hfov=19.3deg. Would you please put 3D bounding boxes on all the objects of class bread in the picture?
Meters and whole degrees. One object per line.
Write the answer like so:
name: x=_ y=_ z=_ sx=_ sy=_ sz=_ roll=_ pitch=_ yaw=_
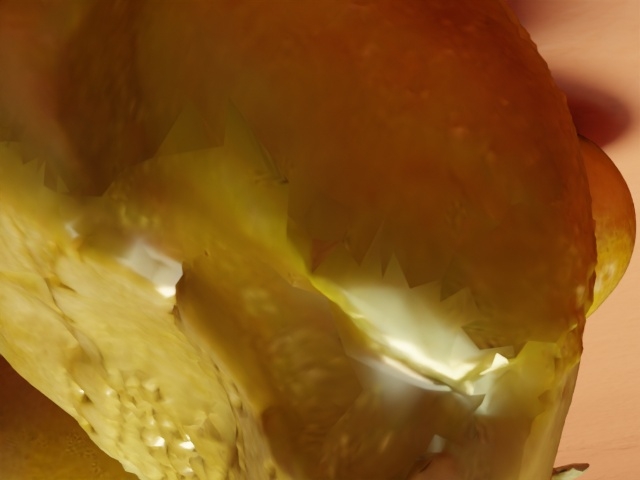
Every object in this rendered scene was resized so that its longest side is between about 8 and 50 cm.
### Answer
bread: x=0.000 y=0.000 z=0.906 sx=0.361 sy=0.250 sz=0.394 roll=41 pitch=162 yaw=13

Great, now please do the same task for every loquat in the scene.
loquat: x=0.117 y=-0.006 z=1.128 sx=0.141 sy=0.141 sz=0.141 roll=1 pitch=159 yaw=0

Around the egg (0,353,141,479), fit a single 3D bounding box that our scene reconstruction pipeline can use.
egg: x=-0.122 y=0.148 z=1.331 sx=0.351 sy=0.283 sz=0.282 roll=1 pitch=162 yaw=-32
